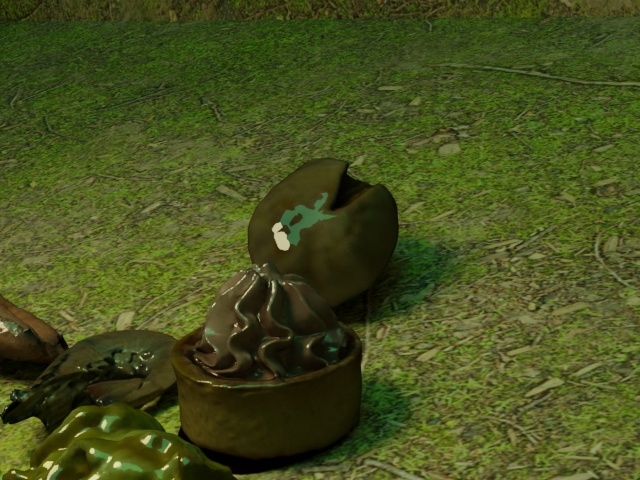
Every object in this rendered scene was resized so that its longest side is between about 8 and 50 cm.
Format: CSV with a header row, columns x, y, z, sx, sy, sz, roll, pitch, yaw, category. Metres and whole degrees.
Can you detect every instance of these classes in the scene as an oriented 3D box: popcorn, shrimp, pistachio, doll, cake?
x,y,z,sx,sy,sz,roll,pitch,yaw,category
-0.179,0.247,1.309,0.225,0.173,0.286,-27,24,-22,popcorn
-0.232,0.158,1.747,0.145,0.059,0.254,9,20,20,shrimp
0.000,0.000,1.940,0.166,0.197,0.288,37,15,2,pistachio
-0.445,0.106,1.924,0.303,0.156,0.201,26,-5,30,doll
-0.062,0.113,1.612,0.208,0.178,0.185,-16,21,-9,cake
